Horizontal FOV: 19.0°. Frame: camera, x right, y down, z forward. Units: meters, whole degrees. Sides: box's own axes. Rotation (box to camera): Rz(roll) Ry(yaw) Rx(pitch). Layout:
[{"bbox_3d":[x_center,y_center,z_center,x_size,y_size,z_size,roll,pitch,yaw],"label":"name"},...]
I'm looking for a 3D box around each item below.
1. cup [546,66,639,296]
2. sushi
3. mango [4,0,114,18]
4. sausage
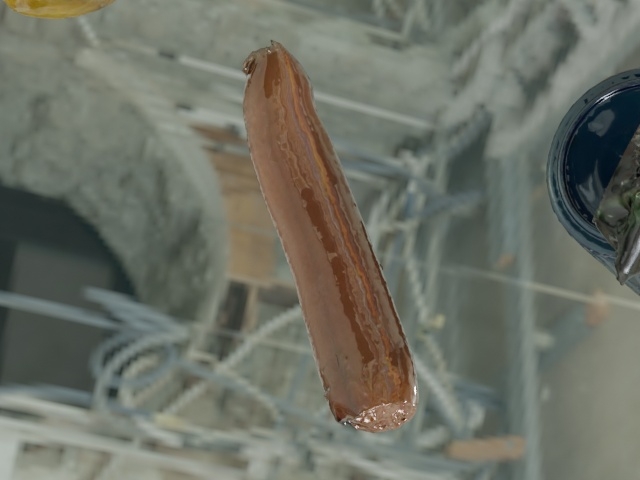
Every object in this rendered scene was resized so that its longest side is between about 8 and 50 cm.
[{"bbox_3d":[0.206,-0.037,1.038,0.113,0.138,0.150,41,-84,32],"label":"cup"},{"bbox_3d":[0.164,-0.014,0.817,0.084,0.083,0.056,-56,168,-32],"label":"sushi"},{"bbox_3d":[-0.123,-0.219,0.745,0.109,0.157,0.262,11,-60,55],"label":"mango"},{"bbox_3d":[0.001,-0.001,0.820,0.047,0.040,0.176,46,24,-67],"label":"sausage"}]
